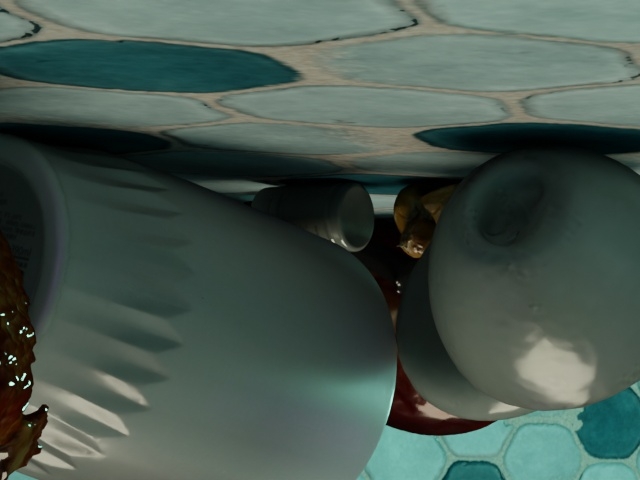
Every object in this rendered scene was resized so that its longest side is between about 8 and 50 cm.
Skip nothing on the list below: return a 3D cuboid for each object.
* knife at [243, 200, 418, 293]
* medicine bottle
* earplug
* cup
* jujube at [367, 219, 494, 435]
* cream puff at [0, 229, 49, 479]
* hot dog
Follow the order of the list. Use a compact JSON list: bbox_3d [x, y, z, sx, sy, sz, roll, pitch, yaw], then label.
[{"bbox_3d":[0.000,0.000,1.556,0.060,0.028,0.230,-27,-147,-25],"label":"knife"},{"bbox_3d":[-0.007,-0.018,1.515,0.091,0.058,0.058,-1,175,34],"label":"medicine bottle"},{"bbox_3d":[0.146,0.024,1.292,0.175,0.214,0.325,41,172,-4],"label":"earplug"},{"bbox_3d":[-0.133,0.071,1.341,0.253,0.253,0.371,-1,163,36],"label":"cup"},{"bbox_3d":[0.074,0.084,1.883,0.318,0.223,0.223,8,179,27],"label":"jujube"},{"bbox_3d":[-0.310,0.034,1.053,0.350,0.228,0.350,15,140,13],"label":"cream puff"},{"bbox_3d":[0.152,-0.007,1.543,0.109,0.072,0.269,-5,173,42],"label":"hot dog"}]
